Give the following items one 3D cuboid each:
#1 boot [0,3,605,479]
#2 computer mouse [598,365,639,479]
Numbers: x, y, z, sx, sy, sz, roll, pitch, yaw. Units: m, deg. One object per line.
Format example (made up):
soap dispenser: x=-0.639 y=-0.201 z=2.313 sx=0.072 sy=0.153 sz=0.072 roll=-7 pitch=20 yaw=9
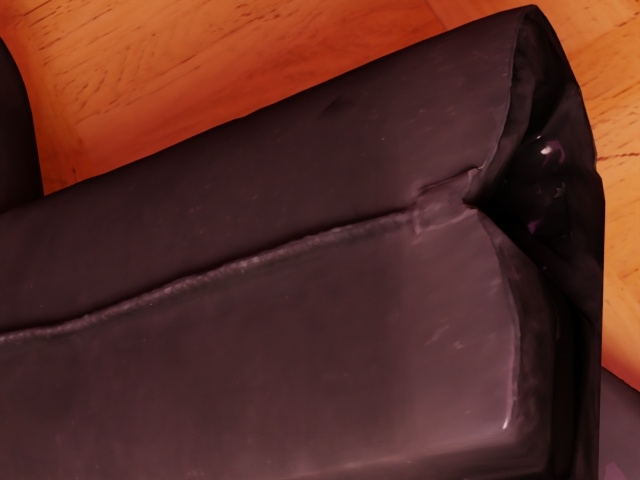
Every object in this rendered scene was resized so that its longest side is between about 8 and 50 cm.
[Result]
boot: x=-0.087 y=-0.027 z=0.573 sx=0.445 sy=0.146 sz=0.367 roll=-18 pitch=66 yaw=36
computer mouse: x=0.104 y=0.117 z=0.604 sx=0.272 sy=0.072 sz=0.188 roll=26 pitch=75 yaw=22
